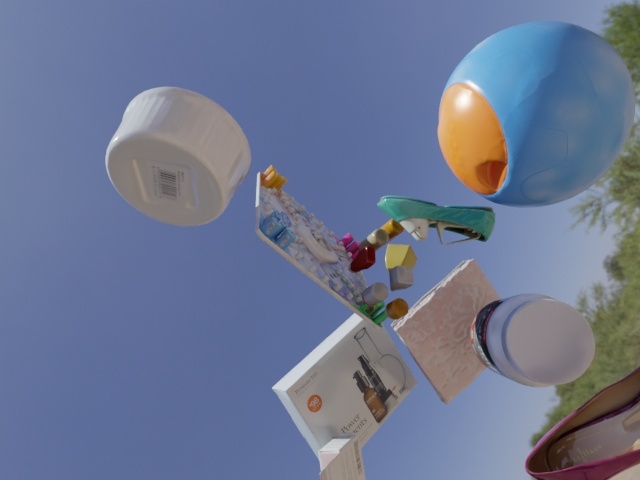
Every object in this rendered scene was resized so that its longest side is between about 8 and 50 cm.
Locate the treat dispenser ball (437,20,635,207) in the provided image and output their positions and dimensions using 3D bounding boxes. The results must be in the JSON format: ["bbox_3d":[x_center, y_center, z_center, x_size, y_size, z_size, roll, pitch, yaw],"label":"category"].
[{"bbox_3d":[0.337,-0.198,0.749,0.288,0.288,0.289,-26,-56,-47],"label":"treat dispenser ball"}]

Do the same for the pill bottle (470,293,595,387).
[{"bbox_3d":[0.492,0.235,1.107,0.363,0.210,0.210,50,-120,-76],"label":"pill bottle"}]

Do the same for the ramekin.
[{"bbox_3d":[-0.293,-0.156,0.947,0.277,0.277,0.135,67,-155,-43],"label":"ramekin"}]

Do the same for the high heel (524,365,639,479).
[{"bbox_3d":[0.483,0.259,0.698,0.181,0.127,0.377,15,-65,-32],"label":"high heel"}]

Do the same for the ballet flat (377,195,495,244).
[{"bbox_3d":[0.239,-0.037,0.955,0.083,0.247,0.087,94,-177,-77],"label":"ballet flat"}]

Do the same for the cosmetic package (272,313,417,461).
[{"bbox_3d":[0.085,0.424,1.354,0.377,0.097,0.285,-36,-82,-32],"label":"cosmetic package"}]

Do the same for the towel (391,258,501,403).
[{"bbox_3d":[0.412,0.271,1.389,0.331,0.053,0.317,-39,-76,-10],"label":"towel"}]

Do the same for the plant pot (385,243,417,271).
[{"bbox_3d":[0.251,0.070,1.476,0.081,0.081,0.083,56,-130,-41],"label":"plant pot"}]

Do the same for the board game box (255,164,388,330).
[{"bbox_3d":[0.000,0.000,1.173,0.390,0.390,0.050,40,-74,-23],"label":"board game box"}]

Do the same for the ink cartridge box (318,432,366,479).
[{"bbox_3d":[0.047,0.649,1.097,0.261,0.066,0.297,8,-108,-66],"label":"ink cartridge box"}]

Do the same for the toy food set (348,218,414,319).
[{"bbox_3d":[0.131,0.067,1.039,0.111,0.104,0.233,7,-114,-20],"label":"toy food set"}]
